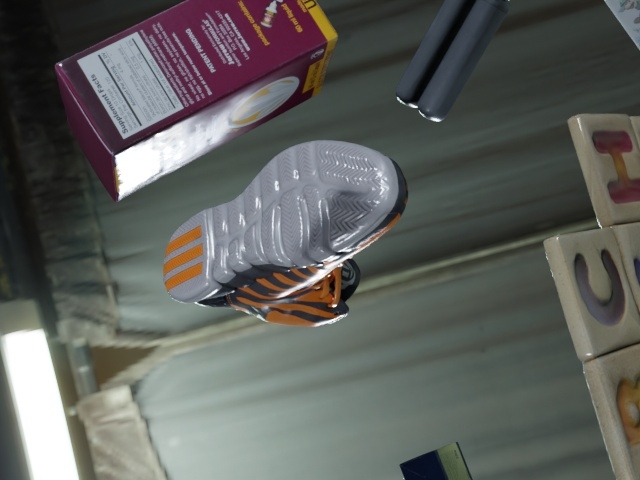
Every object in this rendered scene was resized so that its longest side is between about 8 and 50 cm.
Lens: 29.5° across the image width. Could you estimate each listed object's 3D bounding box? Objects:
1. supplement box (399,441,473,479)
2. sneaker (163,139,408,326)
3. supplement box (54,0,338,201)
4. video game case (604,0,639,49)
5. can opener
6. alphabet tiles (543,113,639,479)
[{"bbox_3d":[0.157,0.316,1.593,0.083,0.056,0.083,0,-114,-63],"label":"supplement box"},{"bbox_3d":[0.000,0.000,1.243,0.180,0.321,0.125,19,-117,-40],"label":"sneaker"},{"bbox_3d":[-0.091,-0.119,0.896,0.081,0.188,0.104,57,165,11],"label":"supplement box"},{"bbox_3d":[0.320,-0.219,1.069,0.166,0.119,0.015,36,-156,-46],"label":"video game case"},{"bbox_3d":[0.169,-0.279,1.410,0.076,0.283,0.095,37,-166,33],"label":"can opener"},{"bbox_3d":[0.233,0.066,0.660,0.342,0.011,0.285,-7,-101,-50],"label":"alphabet tiles"}]
